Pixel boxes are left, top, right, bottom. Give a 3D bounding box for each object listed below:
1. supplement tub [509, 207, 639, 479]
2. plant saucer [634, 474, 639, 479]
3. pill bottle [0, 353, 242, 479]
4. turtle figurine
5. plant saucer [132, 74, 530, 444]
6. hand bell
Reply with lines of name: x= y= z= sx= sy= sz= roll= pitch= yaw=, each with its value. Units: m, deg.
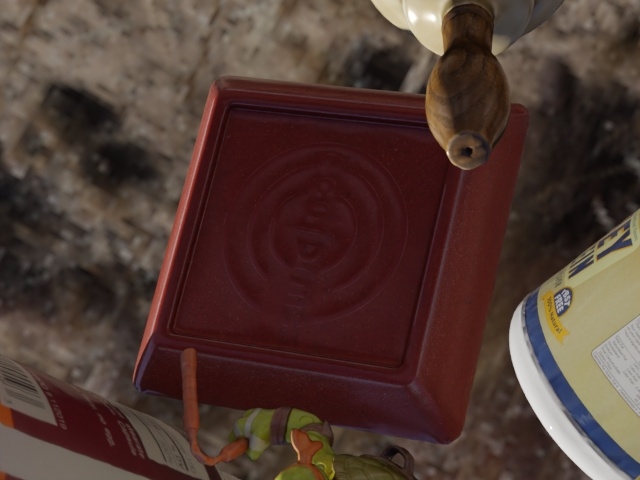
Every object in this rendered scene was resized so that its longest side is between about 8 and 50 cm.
supplement tub: x=0.347 y=0.061 z=1.636 sx=0.228 sy=0.228 sz=0.316 roll=37 pitch=118 yaw=-25
plant saucer: x=0.282 y=0.314 z=1.295 sx=0.333 sy=0.332 sz=0.081 roll=10 pitch=-154 yaw=-36
pill bottle: x=-0.199 y=0.208 z=1.289 sx=0.224 sy=0.224 sz=0.392 roll=12 pitch=167 yaw=38
turtle figurine: x=0.032 y=0.162 z=1.129 sx=0.217 sy=0.087 sz=0.269 roll=27 pitch=-163 yaw=-45
plant saucer: x=0.000 y=0.000 z=1.354 sx=0.259 sy=0.258 sz=0.048 roll=8 pitch=164 yaw=21
hand bell: x=0.074 y=-0.099 z=0.920 sx=0.126 sy=0.242 sz=0.126 roll=2 pitch=122 yaw=3
